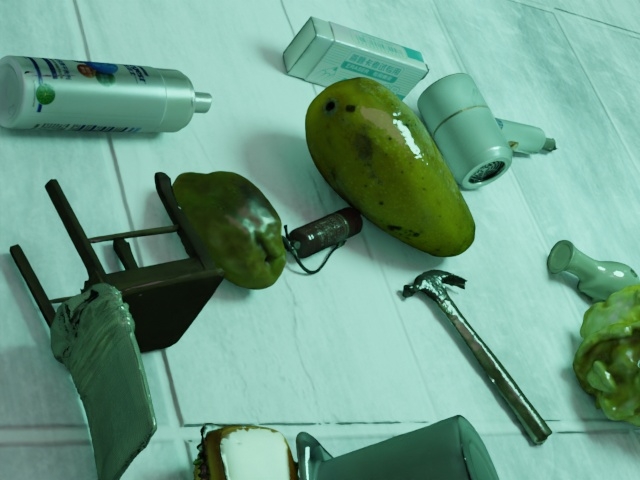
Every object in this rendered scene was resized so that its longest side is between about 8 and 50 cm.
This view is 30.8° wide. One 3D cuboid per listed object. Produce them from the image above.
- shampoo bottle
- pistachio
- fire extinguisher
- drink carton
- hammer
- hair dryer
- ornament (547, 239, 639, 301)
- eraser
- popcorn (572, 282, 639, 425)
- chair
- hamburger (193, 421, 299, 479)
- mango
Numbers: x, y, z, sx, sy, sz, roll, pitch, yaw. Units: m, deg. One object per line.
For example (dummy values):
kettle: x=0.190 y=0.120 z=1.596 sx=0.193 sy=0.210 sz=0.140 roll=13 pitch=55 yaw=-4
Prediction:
shampoo bottle: x=-0.270 y=-0.186 z=1.512 sx=0.303 sy=0.092 sz=0.092 roll=-2 pitch=57 yaw=-41
pistachio: x=-0.120 y=-0.020 z=1.483 sx=0.189 sy=0.100 sz=0.110 roll=52 pitch=36 yaw=9
fire extinguisher: x=0.000 y=0.000 z=1.615 sx=0.157 sy=0.045 sz=0.078 roll=-24 pitch=94 yaw=-50
drink carton: x=0.097 y=0.287 z=1.276 sx=0.191 sy=0.189 sz=0.185 roll=52 pitch=18 yaw=-45
hammer: x=0.234 y=0.166 z=1.674 sx=0.125 sy=0.027 sz=0.297 roll=-21 pitch=70 yaw=-43
hair dryer: x=0.327 y=-0.176 z=2.019 sx=0.357 sy=0.107 sz=0.173 roll=3 pitch=56 yaw=-47
ornament: x=0.457 y=0.059 z=1.927 sx=0.156 sy=0.081 sz=0.075 roll=26 pitch=5 yaw=-19
eraser: x=0.058 y=-0.287 z=1.878 sx=0.225 sy=0.095 sz=0.052 roll=11 pitch=48 yaw=-33
popcorn: x=0.515 y=0.172 z=1.772 sx=0.259 sy=0.212 sz=0.259 roll=29 pitch=34 yaw=-22
chair: x=-0.201 y=0.094 z=1.269 sx=0.186 sy=0.160 sz=0.319 roll=-7 pitch=58 yaw=-42
hamburger: x=-0.076 y=0.282 z=1.258 sx=0.137 sy=0.087 sz=0.166 roll=12 pitch=50 yaw=-34
mango: x=0.105 y=-0.092 z=1.697 sx=0.330 sy=0.175 sz=0.176 roll=54 pitch=38 yaw=-14
